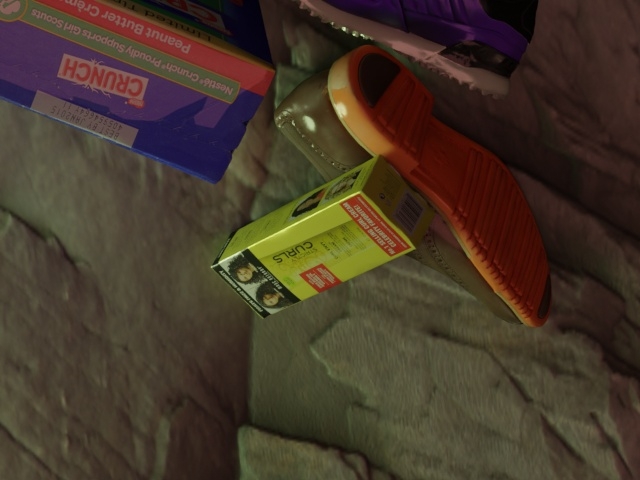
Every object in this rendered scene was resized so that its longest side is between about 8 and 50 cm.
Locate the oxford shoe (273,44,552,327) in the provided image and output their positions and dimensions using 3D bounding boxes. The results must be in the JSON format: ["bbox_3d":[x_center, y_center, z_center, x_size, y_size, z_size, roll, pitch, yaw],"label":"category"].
[{"bbox_3d":[0.102,-0.040,1.768,0.133,0.130,0.363,-23,119,37],"label":"oxford shoe"}]

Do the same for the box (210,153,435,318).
[{"bbox_3d":[0.000,0.000,1.725,0.232,0.058,0.087,-25,116,43],"label":"box"}]

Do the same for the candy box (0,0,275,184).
[{"bbox_3d":[-0.190,-0.191,1.561,0.268,0.317,0.122,22,108,-12],"label":"candy box"}]

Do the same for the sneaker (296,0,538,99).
[{"bbox_3d":[0.080,-0.257,1.679,0.293,0.102,0.146,24,104,-17],"label":"sneaker"}]
